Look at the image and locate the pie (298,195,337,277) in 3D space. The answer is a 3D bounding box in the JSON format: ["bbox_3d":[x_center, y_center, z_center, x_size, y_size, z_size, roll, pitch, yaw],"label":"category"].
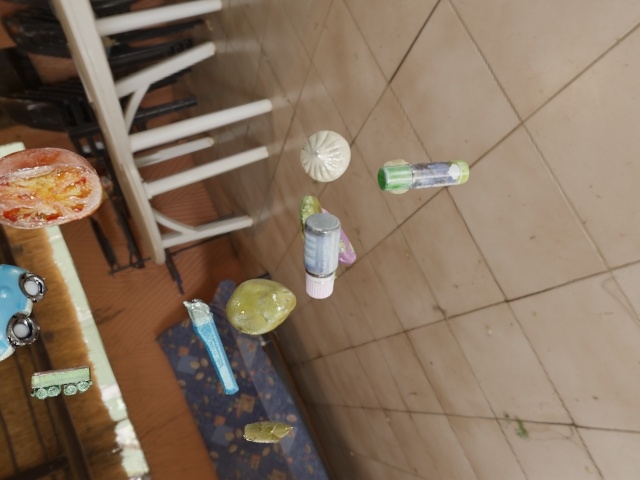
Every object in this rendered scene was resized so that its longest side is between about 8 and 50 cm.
[{"bbox_3d":[0.000,0.000,1.672,0.323,0.071,0.322,-18,-90,-80],"label":"pie"}]

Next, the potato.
[{"bbox_3d":[-0.159,0.178,1.334,0.194,0.157,0.157,-17,96,39],"label":"potato"}]

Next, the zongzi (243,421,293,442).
[{"bbox_3d":[-0.208,0.738,1.880,0.176,0.160,0.078,127,146,-54],"label":"zongzi"}]

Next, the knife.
[{"bbox_3d":[-0.222,0.227,1.009,0.026,0.044,0.296,-124,20,-51],"label":"knife"}]

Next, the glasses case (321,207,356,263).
[{"bbox_3d":[0.039,-0.017,1.943,0.123,0.075,0.316,5,141,41],"label":"glasses case"}]

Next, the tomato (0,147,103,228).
[{"bbox_3d":[-0.830,-0.172,1.442,0.338,0.339,0.143,107,144,-61],"label":"tomato"}]

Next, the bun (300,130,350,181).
[{"bbox_3d":[0.006,-0.224,1.272,0.138,0.138,0.094,67,-162,3],"label":"bun"}]

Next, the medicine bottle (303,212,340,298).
[{"bbox_3d":[0.001,0.040,1.122,0.083,0.084,0.203,46,142,47],"label":"medicine bottle"}]

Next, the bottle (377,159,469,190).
[{"bbox_3d":[0.373,-0.237,1.759,0.093,0.331,0.093,173,90,-74],"label":"bottle"}]

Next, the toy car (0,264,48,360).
[{"bbox_3d":[-0.817,0.171,1.187,0.190,0.189,0.255,41,-145,-51],"label":"toy car"}]

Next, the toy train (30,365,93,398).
[{"bbox_3d":[-0.677,0.372,1.270,0.038,0.148,0.070,132,131,-66],"label":"toy train"}]

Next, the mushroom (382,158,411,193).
[{"bbox_3d":[0.322,-0.271,2.034,0.122,0.154,0.154,-128,20,-74],"label":"mushroom"}]
